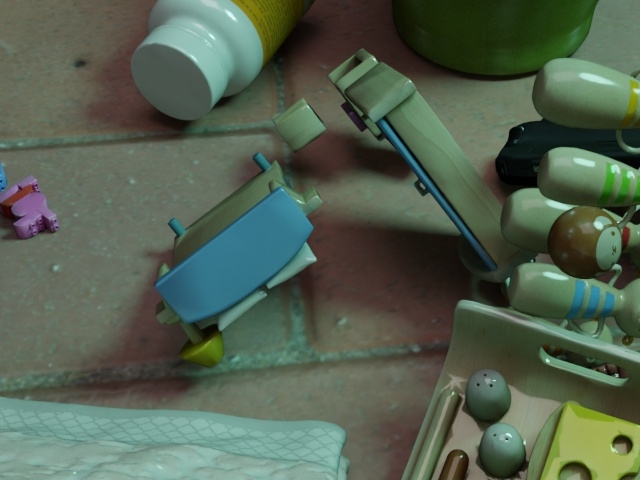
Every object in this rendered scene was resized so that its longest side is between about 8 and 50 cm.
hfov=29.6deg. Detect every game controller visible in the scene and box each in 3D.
[{"bbox_3d":[0.318,-0.100,1.158,0.166,0.067,0.319,-25,17,-32],"label":"game controller"}]

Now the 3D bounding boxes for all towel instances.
[{"bbox_3d":[-0.150,0.179,0.871,0.331,0.053,0.317,4,7,6],"label":"towel"}]

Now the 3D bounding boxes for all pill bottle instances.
[{"bbox_3d":[-0.108,-0.247,1.352,0.136,0.136,0.246,17,49,18],"label":"pill bottle"}]

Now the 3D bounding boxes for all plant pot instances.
[{"bbox_3d":[0.202,-0.387,1.328,0.366,0.353,0.366,-1,46,1],"label":"plant pot"}]

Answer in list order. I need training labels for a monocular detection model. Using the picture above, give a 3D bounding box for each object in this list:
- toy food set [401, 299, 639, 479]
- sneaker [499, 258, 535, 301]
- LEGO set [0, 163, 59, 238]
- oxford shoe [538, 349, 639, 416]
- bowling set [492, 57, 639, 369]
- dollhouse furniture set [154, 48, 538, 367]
[{"bbox_3d":[0.153,0.209,0.883,0.219,0.092,0.306,17,68,18],"label":"toy food set"},{"bbox_3d":[0.188,0.023,1.152,0.037,0.032,0.083,0,46,2],"label":"sneaker"},{"bbox_3d":[-0.345,-0.002,1.155,0.093,0.087,0.227,33,56,30],"label":"LEGO set"},{"bbox_3d":[0.338,0.129,1.013,0.348,0.123,0.130,-10,8,3],"label":"oxford shoe"},{"bbox_3d":[0.233,0.009,0.961,0.154,0.287,0.200,11,18,-6],"label":"bowling set"},{"bbox_3d":[0.000,0.000,1.154,0.303,0.198,0.286,-37,16,3],"label":"dollhouse furniture set"}]
